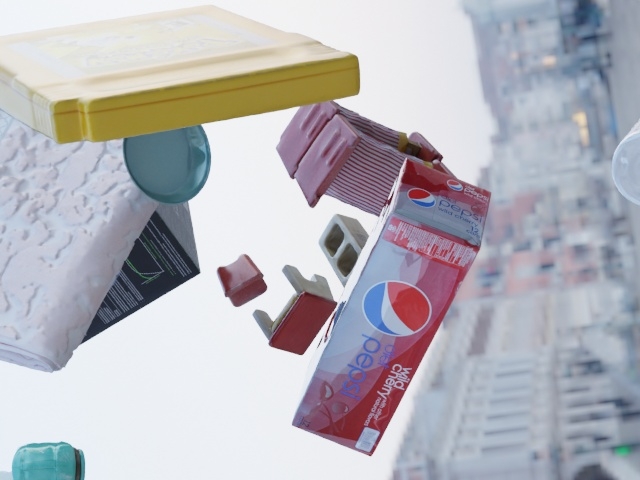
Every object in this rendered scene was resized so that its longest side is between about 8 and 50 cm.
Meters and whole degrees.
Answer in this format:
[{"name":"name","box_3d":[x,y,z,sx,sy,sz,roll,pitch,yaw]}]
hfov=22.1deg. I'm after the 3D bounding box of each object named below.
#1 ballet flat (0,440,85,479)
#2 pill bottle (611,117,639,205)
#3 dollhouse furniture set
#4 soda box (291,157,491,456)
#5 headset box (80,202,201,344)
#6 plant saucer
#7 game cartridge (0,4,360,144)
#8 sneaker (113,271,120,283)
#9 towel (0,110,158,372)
[{"name":"ballet flat","box_3d":[-0.305,0.263,1.657,0.247,0.087,0.083,125,146,-55]},{"name":"pill bottle","box_3d":[0.334,-0.087,1.588,0.137,0.078,0.078,-41,-57,-60]},{"name":"dollhouse furniture set","box_3d":[0.000,0.000,2.237,0.201,0.374,0.152,19,-155,-34]},{"name":"soda box","box_3d":[0.060,0.062,1.440,0.092,0.083,0.263,-72,5,-54]},{"name":"headset box","box_3d":[-0.324,0.017,2.263,0.131,0.283,0.246,56,-172,-26]},{"name":"plant saucer","box_3d":[-0.177,-0.097,1.838,0.119,0.021,0.119,8,-102,-38]},{"name":"game cartridge","box_3d":[-0.159,-0.162,1.529,0.324,0.285,0.052,26,125,60]},{"name":"sneaker","box_3d":[-0.266,0.035,1.976,0.059,0.053,0.144,64,153,-1]},{"name":"towel","box_3d":[-0.359,-0.024,1.885,0.053,0.317,0.331,75,-145,-53]}]
